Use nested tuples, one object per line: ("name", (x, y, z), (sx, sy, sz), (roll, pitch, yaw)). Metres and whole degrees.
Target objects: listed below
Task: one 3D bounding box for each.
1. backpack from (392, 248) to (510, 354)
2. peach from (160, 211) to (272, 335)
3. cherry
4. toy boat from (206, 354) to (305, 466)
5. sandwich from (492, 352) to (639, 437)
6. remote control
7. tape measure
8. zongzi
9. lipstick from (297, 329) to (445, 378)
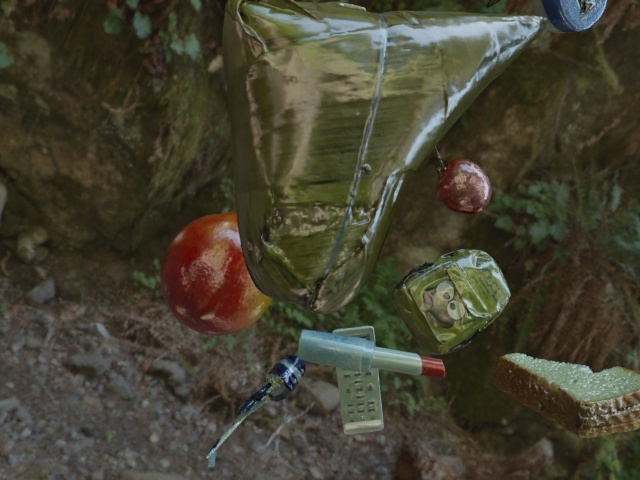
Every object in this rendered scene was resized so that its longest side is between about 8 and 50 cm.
("backpack", (0.299, 0.132, 1.569), (0.207, 0.253, 0.140), (59, -16, 5))
("peach", (-0.157, 0.055, 1.055), (0.198, 0.197, 0.197), (28, 15, -8))
("cherry", (0.242, -0.129, 1.329), (0.226, 0.107, 0.090), (35, -9, -17))
("toy boat", (-0.130, 0.349, 1.465), (0.070, 0.210, 0.292), (40, 42, 8))
("sandwich", (0.576, 0.335, 1.561), (0.255, 0.099, 0.288), (-7, 17, -28))
("remote control", (0.094, 0.349, 1.725), (0.103, 0.293, 0.051), (-6, 17, 0))
("tape measure", (0.569, -0.586, 1.692), (0.098, 0.351, 0.215), (21, -32, 58))
("zongzi", (0.087, -0.094, 0.730), (0.361, 0.322, 0.160), (-4, 0, -12))
("lipstick", (0.097, 0.219, 1.299), (0.274, 0.061, 0.068), (8, 19, 9))
